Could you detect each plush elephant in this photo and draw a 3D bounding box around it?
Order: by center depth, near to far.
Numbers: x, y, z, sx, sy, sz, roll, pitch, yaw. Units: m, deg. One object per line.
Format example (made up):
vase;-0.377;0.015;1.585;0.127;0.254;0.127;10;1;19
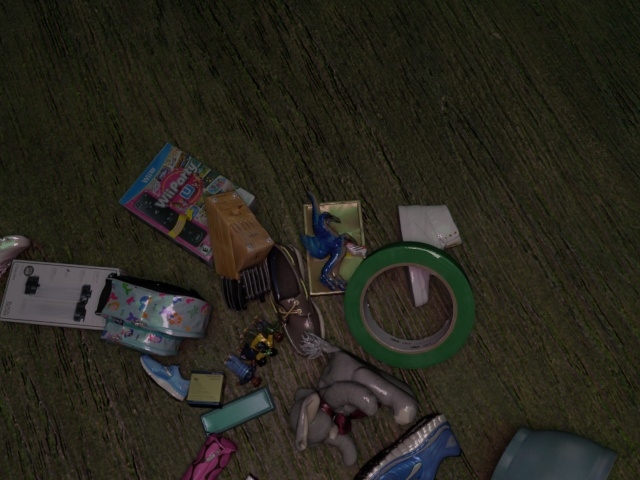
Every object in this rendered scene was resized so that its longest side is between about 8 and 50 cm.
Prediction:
plush elephant;0.042;0.404;1.178;0.330;0.272;0.255;30;86;5

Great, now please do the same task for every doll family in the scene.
doll family;-0.168;0.294;1.289;0.111;0.076;0.192;34;105;10

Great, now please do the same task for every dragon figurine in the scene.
dragon figurine;0.000;0.000;1.324;0.144;0.085;0.289;-40;78;9

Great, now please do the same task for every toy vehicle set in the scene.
toy vehicle set;0.042;0.020;1.395;0.166;0.035;0.266;-4;75;-2

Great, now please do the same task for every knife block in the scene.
knife block;-0.230;0.041;1.302;0.088;0.242;0.275;-20;64;-44

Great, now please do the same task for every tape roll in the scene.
tape roll;0.224;0.164;1.261;0.322;0.077;0.320;3;102;13

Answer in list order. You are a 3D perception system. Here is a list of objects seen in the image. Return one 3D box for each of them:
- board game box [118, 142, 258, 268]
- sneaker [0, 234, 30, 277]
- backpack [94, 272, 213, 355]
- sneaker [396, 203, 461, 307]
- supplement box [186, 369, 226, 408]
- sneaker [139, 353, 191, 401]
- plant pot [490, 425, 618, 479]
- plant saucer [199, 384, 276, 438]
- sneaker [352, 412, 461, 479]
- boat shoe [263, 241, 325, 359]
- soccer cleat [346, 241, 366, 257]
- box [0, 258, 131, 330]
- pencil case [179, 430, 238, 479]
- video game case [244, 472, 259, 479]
board game box;-0.366;-0.098;1.392;0.304;0.097;0.224;32;75;8
sneaker;-0.905;0.085;1.336;0.292;0.110;0.118;-32;85;-1
backpack;-0.407;0.191;1.243;0.254;0.225;0.190;6;76;3
sneaker;0.311;0.032;1.359;0.169;0.108;0.292;-5;73;1
supplement box;-0.291;0.383;1.270;0.084;0.056;0.083;3;62;0
sneaker;-0.403;0.347;1.295;0.162;0.063;0.073;39;60;5
plant pot;0.520;0.561;1.147;0.196;0.293;0.293;28;74;34
plant saucer;-0.215;0.445;1.283;0.192;0.018;0.067;-22;76;-8
sneaker;0.206;0.569;1.198;0.330;0.129;0.147;-34;75;-10
boat shoe;-0.077;0.157;1.307;0.117;0.097;0.324;-21;73;20
soccer cleat;0.086;0.023;1.361;0.084;0.029;0.035;14;71;-2
box;-0.676;0.150;1.322;0.290;0.087;0.169;4;74;1
pencil case;-0.293;0.575;1.203;0.095;0.098;0.209;34;78;-9
video game case;-0.148;0.727;1.193;0.232;0.042;0.210;36;77;8
